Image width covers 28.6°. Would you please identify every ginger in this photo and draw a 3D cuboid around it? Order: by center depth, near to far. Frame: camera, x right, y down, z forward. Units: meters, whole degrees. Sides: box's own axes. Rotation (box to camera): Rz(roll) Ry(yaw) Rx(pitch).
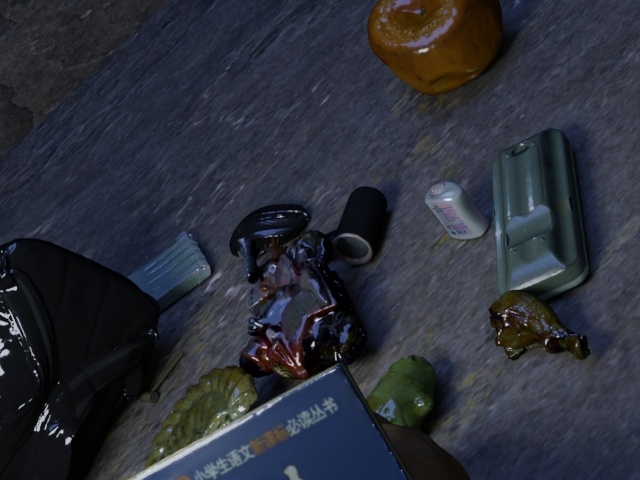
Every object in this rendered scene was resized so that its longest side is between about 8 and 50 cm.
[{"bbox_3d":[0.044,0.267,1.661,0.290,0.089,0.137,-45,10,1],"label":"ginger"}]

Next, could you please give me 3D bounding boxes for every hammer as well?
[{"bbox_3d":[-0.267,0.234,2.153,0.035,0.019,0.110,-3,41,49],"label":"hammer"}]

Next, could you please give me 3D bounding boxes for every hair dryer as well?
[{"bbox_3d":[0.000,0.000,2.115,0.255,0.070,0.128,-22,33,38],"label":"hair dryer"}]

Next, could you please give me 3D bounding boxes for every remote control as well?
[{"bbox_3d":[0.306,-0.042,1.796,0.128,0.065,0.335,-25,33,23],"label":"remote control"}]

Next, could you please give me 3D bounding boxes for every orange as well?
[{"bbox_3d":[0.215,-0.371,2.250,0.249,0.183,0.249,-16,52,21],"label":"orange"}]

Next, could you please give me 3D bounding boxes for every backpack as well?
[{"bbox_3d":[-0.460,0.230,2.049,0.254,0.363,0.446,0,70,54],"label":"backpack"}]

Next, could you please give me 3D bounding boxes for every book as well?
[{"bbox_3d":[0.007,0.368,1.248,0.300,0.428,0.039,-31,1,18],"label":"book"}]

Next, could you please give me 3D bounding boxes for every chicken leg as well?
[{"bbox_3d":[0.279,0.119,1.609,0.178,0.070,0.093,21,101,56],"label":"chicken leg"}]

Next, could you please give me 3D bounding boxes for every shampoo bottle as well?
[{"bbox_3d":[0.201,-0.048,1.894,0.072,0.099,0.043,-1,47,50],"label":"shampoo bottle"}]

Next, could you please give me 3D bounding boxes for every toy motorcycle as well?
[{"bbox_3d":[-0.053,0.084,1.963,0.207,0.134,0.401,-37,40,15],"label":"toy motorcycle"}]

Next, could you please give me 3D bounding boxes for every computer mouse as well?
[{"bbox_3d":[-0.100,-0.024,2.264,0.172,0.057,0.099,-22,32,25],"label":"computer mouse"}]

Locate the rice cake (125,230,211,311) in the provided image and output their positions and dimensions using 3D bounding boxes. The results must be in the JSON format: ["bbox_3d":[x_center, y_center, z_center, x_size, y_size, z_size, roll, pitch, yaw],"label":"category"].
[{"bbox_3d":[-0.304,0.075,2.392,0.198,0.037,0.189,-39,29,1],"label":"rice cake"}]

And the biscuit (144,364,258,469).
[{"bbox_3d":[-0.197,0.292,1.888,0.274,0.036,0.187,-57,25,6],"label":"biscuit"}]

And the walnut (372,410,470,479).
[{"bbox_3d":[0.044,0.327,1.389,0.296,0.285,0.285,-9,42,37],"label":"walnut"}]
